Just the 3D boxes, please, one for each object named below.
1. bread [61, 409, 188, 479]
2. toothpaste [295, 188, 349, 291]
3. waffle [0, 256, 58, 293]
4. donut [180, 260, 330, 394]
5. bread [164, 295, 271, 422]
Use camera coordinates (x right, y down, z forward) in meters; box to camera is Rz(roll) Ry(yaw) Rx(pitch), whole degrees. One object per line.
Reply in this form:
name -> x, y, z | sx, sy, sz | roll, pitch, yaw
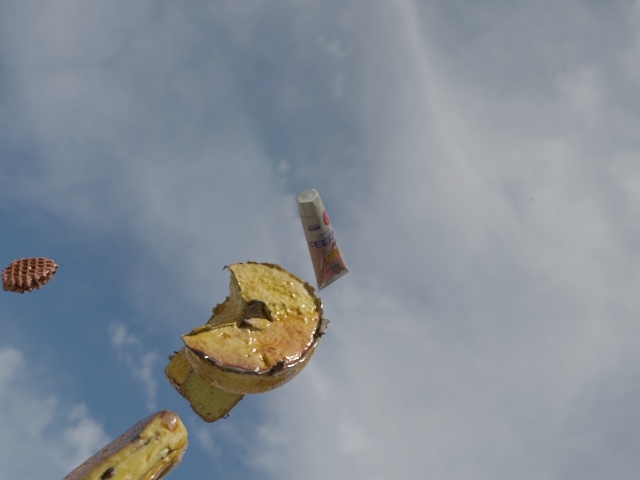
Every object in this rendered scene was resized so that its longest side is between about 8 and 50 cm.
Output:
bread -> -0.314, 0.367, 1.494 | 0.099, 0.210, 0.235 | 53, -39, -1
toothpaste -> 0.000, 0.000, 1.649 | 0.043, 0.067, 0.195 | 36, -28, 46
waffle -> -0.431, 0.050, 1.436 | 0.083, 0.075, 0.029 | 8, -55, 25
donut -> -0.070, 0.109, 1.126 | 0.146, 0.181, 0.078 | 20, -50, 8
bread -> -0.123, 0.154, 1.251 | 0.187, 0.065, 0.103 | -44, -50, 10
